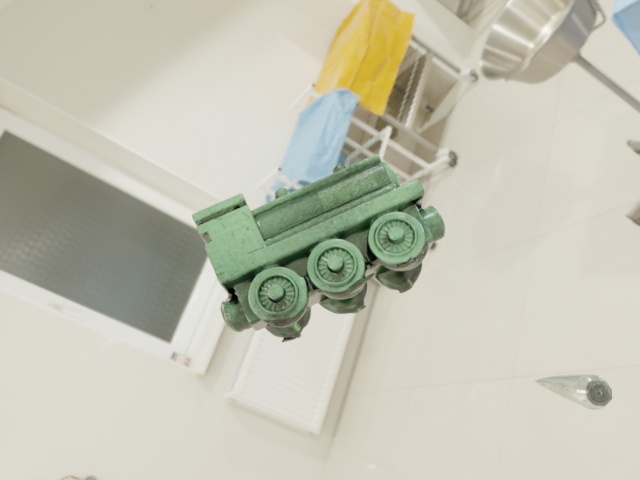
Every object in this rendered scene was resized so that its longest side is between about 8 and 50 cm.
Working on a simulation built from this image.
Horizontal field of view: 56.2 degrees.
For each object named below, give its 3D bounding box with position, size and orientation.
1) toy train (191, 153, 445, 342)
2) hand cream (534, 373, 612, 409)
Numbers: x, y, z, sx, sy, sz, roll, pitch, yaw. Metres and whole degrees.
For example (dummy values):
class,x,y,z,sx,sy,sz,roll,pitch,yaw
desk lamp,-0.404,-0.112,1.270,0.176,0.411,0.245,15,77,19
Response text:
class,x,y,z,sx,sy,sz,roll,pitch,yaw
toy train,0.000,0.000,0.432,0.170,0.111,0.071,-24,-18,-5
hand cream,0.341,0.198,0.801,0.194,0.067,0.042,56,-145,-77
